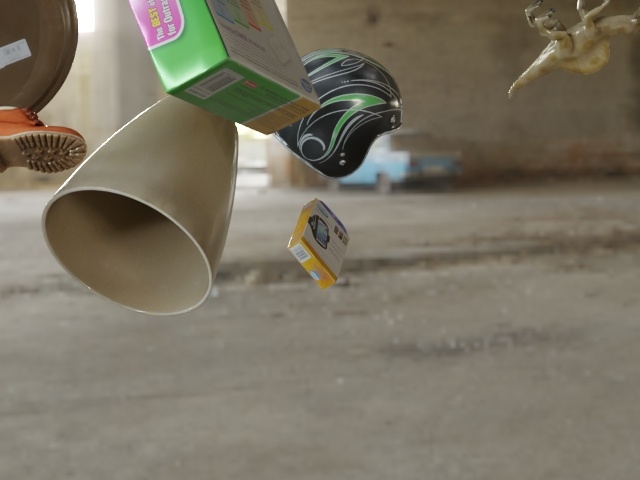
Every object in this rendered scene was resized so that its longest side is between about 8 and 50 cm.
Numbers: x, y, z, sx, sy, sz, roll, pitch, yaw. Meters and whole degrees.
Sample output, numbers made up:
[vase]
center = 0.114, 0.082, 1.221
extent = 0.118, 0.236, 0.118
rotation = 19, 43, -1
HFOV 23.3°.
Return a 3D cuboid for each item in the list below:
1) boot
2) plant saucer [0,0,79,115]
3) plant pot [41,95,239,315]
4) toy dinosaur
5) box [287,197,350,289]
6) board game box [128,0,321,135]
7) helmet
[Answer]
[boot]
center = -0.328, -0.122, 1.763
extent = 0.158, 0.059, 0.085
rotation = 2, 45, 22
[plant saucer]
center = -0.428, -0.252, 1.870
extent = 0.278, 0.278, 0.041
rotation = -3, 20, -18
[plant pot]
center = -0.224, -0.076, 2.223
extent = 0.256, 0.256, 0.274
rotation = 1, 45, 26
[toy dinosaur]
center = 0.249, -0.202, 1.582
extent = 0.183, 0.092, 0.053
rotation = -29, 26, 26
[box]
center = 0.000, 0.000, 2.163
extent = 0.028, 0.081, 0.136
rotation = -31, 20, 24
[board game box]
center = -0.122, -0.264, 1.407
extent = 0.064, 0.316, 0.242
rotation = -26, -13, 15
[helmet]
center = 0.024, -0.183, 2.110
extent = 0.169, 0.161, 0.169
rotation = 37, 13, -10
